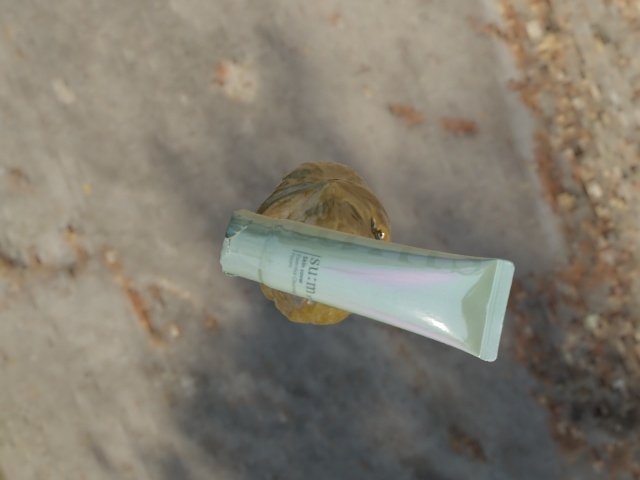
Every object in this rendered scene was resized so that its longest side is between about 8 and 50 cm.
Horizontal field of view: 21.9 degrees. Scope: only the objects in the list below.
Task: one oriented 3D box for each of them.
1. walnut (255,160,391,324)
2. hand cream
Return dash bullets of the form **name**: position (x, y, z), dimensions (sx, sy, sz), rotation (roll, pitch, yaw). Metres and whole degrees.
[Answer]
- **walnut**: position (0.000, 0.000, 1.767), dimensions (0.155, 0.155, 0.184), rotation (61, 150, 36)
- **hand cream**: position (0.031, 0.025, 1.155), dimensions (0.050, 0.205, 0.078), rotation (-45, -34, -64)
